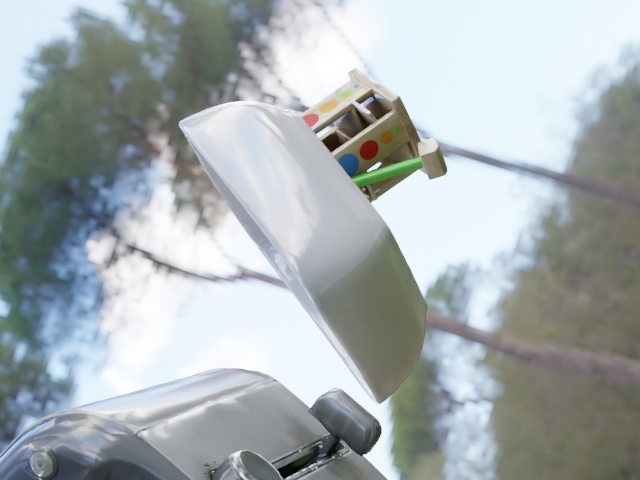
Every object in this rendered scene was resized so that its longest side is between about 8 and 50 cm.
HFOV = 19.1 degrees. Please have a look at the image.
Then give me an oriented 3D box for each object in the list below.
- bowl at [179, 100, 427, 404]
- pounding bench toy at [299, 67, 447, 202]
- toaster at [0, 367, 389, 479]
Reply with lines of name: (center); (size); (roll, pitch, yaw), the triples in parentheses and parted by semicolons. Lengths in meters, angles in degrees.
bowl: (0.000, 0.000, 0.936); (0.053, 0.142, 0.142); (-35, -34, -5)
pounding bench toy: (0.021, -0.043, 1.015); (0.065, 0.083, 0.052); (-35, -55, -11)
toaster: (-0.062, 0.142, 0.609); (0.227, 0.129, 0.146); (-55, -15, 21)
